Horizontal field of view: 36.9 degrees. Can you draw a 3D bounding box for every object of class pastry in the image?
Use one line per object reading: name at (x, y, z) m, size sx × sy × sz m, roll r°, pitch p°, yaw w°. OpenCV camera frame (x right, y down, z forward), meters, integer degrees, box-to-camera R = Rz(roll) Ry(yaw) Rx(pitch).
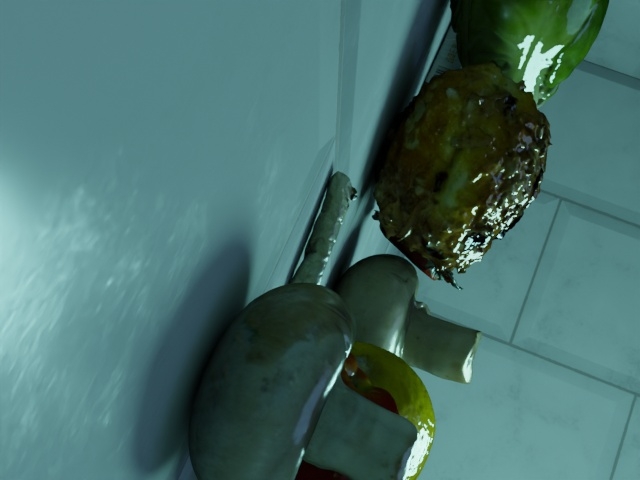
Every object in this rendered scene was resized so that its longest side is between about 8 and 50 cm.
pastry at (0.244, -0.119, 1.704) m, size 0.337 × 0.292 × 0.405 m, roll -59°, pitch -179°, yaw -3°

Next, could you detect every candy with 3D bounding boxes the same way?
candy at (0.184, 0.009, 1.852) m, size 0.059 × 0.292 × 0.086 m, roll -48°, pitch 139°, yaw 6°

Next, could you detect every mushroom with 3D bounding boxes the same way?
mushroom at (0.154, 0.171, 1.799) m, size 0.292 × 0.290 × 0.293 m, roll 13°, pitch 90°, yaw -82°
mushroom at (-0.009, 0.171, 0.973) m, size 0.243 × 0.243 × 0.243 m, roll 21°, pitch 90°, yaw -82°

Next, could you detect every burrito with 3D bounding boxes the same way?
burrito at (0.000, 0.000, 1.265) m, size 0.045 × 0.041 × 0.185 m, roll 16°, pitch -95°, yaw 56°

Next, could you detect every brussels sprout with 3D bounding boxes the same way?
brussels sprout at (0.376, -0.417, 1.749) m, size 0.289 × 0.281 × 0.355 m, roll -125°, pitch -141°, yaw -59°

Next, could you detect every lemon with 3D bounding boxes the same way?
lemon at (0.049, 0.297, 1.545) m, size 0.293 × 0.293 × 0.293 m, roll 21°, pitch 90°, yaw -82°

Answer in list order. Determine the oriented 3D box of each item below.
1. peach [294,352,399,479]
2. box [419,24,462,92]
peach at (-0.023, 0.245, 1.189) m, size 0.243 × 0.199 × 0.243 m, roll -34°, pitch -145°, yaw 27°
box at (0.269, -0.344, 2.067) m, size 0.149 × 0.067 × 0.233 m, roll 99°, pitch 15°, yaw -64°
